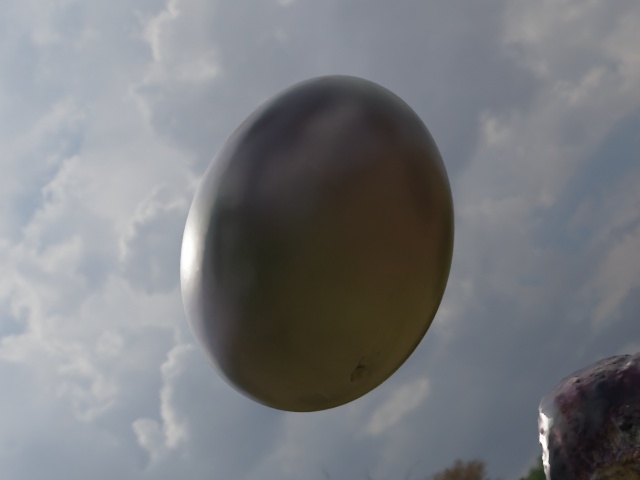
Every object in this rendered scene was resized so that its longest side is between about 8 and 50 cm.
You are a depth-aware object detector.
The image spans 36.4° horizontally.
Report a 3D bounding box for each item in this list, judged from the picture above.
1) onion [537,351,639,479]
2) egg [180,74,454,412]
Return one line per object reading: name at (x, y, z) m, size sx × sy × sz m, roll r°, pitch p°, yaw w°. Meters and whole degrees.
onion at (0.438, 0.297, 1.193) m, size 0.260 × 0.337 × 0.282 m, roll -25°, pitch -29°, yaw 22°
egg at (0.000, 0.000, 0.379) m, size 0.103 × 0.103 × 0.135 m, roll 68°, pitch -144°, yaw -65°
